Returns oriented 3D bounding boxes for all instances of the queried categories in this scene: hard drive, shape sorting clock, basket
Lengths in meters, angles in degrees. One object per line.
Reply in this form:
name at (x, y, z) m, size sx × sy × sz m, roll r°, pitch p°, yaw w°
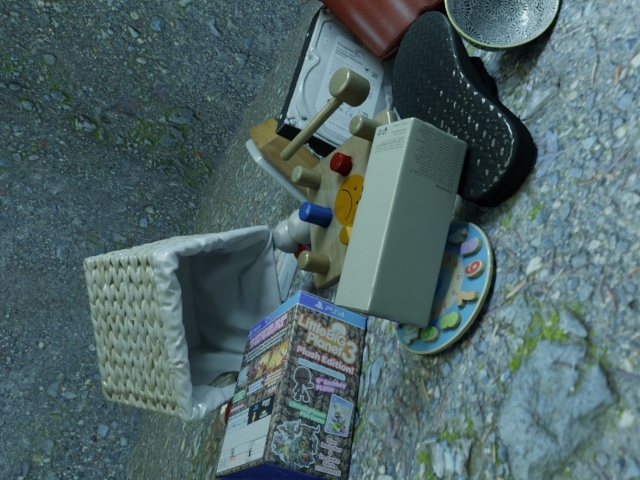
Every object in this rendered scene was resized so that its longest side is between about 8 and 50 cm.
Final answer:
hard drive at (0.054, -0.338, 1.311) m, size 0.064 × 0.237 × 0.338 m, roll -32°, pitch 38°, yaw 58°
shape sorting clock at (0.169, 0.065, 0.846) m, size 0.206 × 0.040 × 0.206 m, roll -52°, pitch 24°, yaw 35°
basket at (-0.272, 0.149, 1.213) m, size 0.267 × 0.328 × 0.330 m, roll -1°, pitch 99°, yaw 30°

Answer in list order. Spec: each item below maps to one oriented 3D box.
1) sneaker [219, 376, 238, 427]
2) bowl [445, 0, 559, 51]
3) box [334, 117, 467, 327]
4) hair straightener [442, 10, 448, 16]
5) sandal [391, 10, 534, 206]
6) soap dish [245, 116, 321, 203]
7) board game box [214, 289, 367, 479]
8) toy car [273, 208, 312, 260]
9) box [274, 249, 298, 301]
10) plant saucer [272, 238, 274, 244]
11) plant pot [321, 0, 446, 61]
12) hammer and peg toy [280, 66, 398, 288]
sneaker at (-0.155, 0.338, 1.358) m, size 0.128 × 0.087 × 0.221 m, roll -3°, pitch 72°, yaw 56°
bowl at (0.278, -0.361, 0.922) m, size 0.080 × 0.170 × 0.170 m, roll 66°, pitch -136°, yaw -77°
box at (0.115, -0.024, 0.830) m, size 0.094 × 0.113 × 0.274 m, roll 2°, pitch 75°, yaw 60°
hair straightener at (0.256, -0.458, 1.202) m, size 0.230 × 0.047 × 0.088 m, roll -42°, pitch 31°, yaw 49°
sandal at (0.226, -0.216, 0.959) m, size 0.167 × 0.107 × 0.445 m, roll -51°, pitch 37°, yaw 35°
soap dish at (-0.081, -0.216, 1.570) m, size 0.118 × 0.229 × 0.291 m, roll -46°, pitch 22°, yaw 6°
board game box at (-0.052, 0.274, 1.030) m, size 0.232 × 0.141 × 0.290 m, roll -41°, pitch 32°, yaw 51°
toy car at (0.000, 0.000, 1.246) m, size 0.182 × 0.159 × 0.136 m, roll -31°, pitch 75°, yaw 59°
box at (-0.119, 0.095, 1.569) m, size 0.186 × 0.038 × 0.145 m, roll -13°, pitch 56°, yaw 65°
plant saucer at (-0.198, 0.083, 1.791) m, size 0.241 × 0.037 × 0.240 m, roll -52°, pitch 24°, yaw 34°
plant pot at (0.124, -0.545, 1.233) m, size 0.272 × 0.265 × 0.272 m, roll -40°, pitch 1°, yaw 1°
hammer and peg toy at (0.054, -0.114, 1.076) m, size 0.266 × 0.128 × 0.361 m, roll -35°, pitch 51°, yaw 45°
